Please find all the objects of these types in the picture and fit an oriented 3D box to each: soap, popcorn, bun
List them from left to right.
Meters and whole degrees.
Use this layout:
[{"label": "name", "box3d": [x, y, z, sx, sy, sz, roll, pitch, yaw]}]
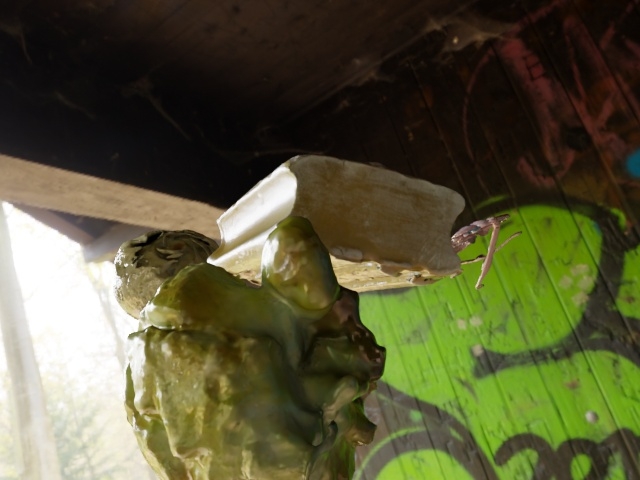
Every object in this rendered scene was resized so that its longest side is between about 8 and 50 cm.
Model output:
[{"label": "bun", "box3d": [-0.332, 0.063, 1.377, 0.260, 0.259, 0.152, -11, -45, -21]}, {"label": "popcorn", "box3d": [-0.039, 0.089, 0.445, 0.212, 0.198, 0.198, -57, -27, 8]}, {"label": "soap", "box3d": [0.000, 0.000, 0.634, 0.174, 0.089, 0.274, 11, -12, -20]}]

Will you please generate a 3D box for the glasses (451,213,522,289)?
[{"label": "glasses", "box3d": [0.256, 0.037, 1.154, 0.162, 0.095, 0.255, -15, -21, -25]}]
